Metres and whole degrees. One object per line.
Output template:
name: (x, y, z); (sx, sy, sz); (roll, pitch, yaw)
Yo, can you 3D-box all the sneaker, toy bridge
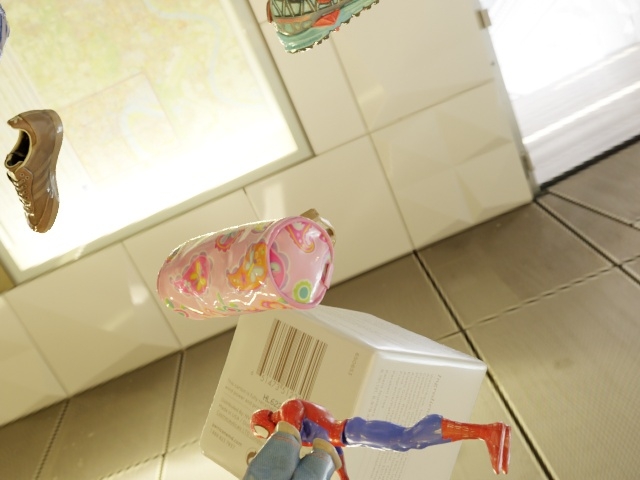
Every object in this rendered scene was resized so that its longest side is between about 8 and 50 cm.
sneaker: (-0.405, -0.092, 0.960); (0.066, 0.188, 0.071); (32, -150, 32)
sneaker: (0.027, -0.418, 1.118); (0.262, 0.125, 0.104); (-39, -151, -9)
toy bridge: (0.000, 0.000, 1.362); (0.063, 0.188, 0.026); (-30, -123, -14)

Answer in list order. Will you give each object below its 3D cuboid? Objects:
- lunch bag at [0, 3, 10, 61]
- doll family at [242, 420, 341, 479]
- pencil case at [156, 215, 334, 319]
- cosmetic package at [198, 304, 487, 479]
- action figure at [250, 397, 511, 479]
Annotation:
lunch bag: (-0.235, -0.132, 0.422); (0.067, 0.065, 0.099); (-1, -123, -7)
doll family: (0.017, 0.153, 0.289); (0.192, 0.076, 0.111); (10, -136, 30)
pencil case: (-0.106, 0.043, 0.938); (0.284, 0.124, 0.124); (-14, -158, 49)
cosmetic package: (0.051, 0.319, 1.341); (0.329, 0.328, 0.393); (19, -178, 43)
action figure: (0.045, 0.238, 0.723); (0.280, 0.091, 0.139); (3, -108, 24)
